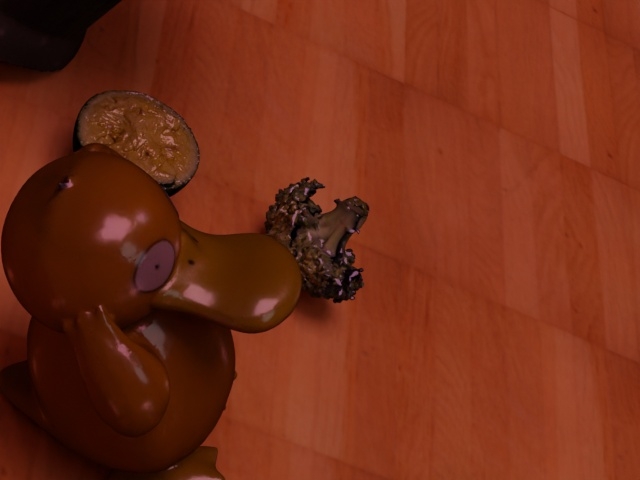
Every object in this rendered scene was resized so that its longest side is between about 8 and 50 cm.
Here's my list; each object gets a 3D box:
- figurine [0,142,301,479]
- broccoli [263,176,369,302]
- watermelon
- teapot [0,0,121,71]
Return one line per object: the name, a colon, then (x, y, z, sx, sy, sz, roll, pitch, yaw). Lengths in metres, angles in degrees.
figurine: (-0.129, 0.056, 1.298, 0.215, 0.228, 0.215, 14, 41, -12)
broccoli: (0.000, 0.000, 1.561, 0.095, 0.092, 0.097, 43, 18, -13)
watermelon: (-0.152, -0.068, 1.534, 0.105, 0.062, 0.105, 15, 47, -17)
teapot: (-0.166, -0.330, 1.560, 0.305, 0.361, 0.376, 53, 25, -7)
